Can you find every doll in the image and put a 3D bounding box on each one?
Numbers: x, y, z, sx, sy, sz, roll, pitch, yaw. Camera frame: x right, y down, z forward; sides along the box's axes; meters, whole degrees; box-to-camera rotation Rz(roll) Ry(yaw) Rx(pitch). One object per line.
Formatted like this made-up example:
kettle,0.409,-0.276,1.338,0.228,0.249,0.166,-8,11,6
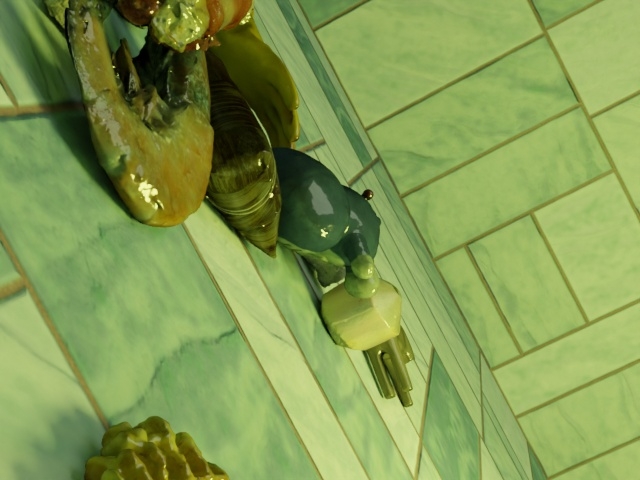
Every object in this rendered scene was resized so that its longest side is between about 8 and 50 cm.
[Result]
doll,-0.014,-0.034,1.543,0.228,0.154,0.258,42,12,36

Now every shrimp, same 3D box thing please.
shrimp,-0.202,-0.215,1.184,0.272,0.085,0.445,57,23,-43

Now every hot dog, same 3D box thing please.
hot dog,-0.148,-0.276,1.143,0.213,0.103,0.146,-37,126,-57

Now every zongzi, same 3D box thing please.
zongzi,-0.131,-0.121,1.401,0.241,0.111,0.248,78,-14,-59

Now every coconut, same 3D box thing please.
coconut,0.071,0.108,1.664,0.116,0.122,0.116,58,12,-20

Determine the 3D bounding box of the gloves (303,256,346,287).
gloves,0.003,-0.002,1.748,0.153,0.070,0.114,61,11,-1

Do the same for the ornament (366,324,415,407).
ornament,0.122,0.177,1.899,0.230,0.061,0.245,42,27,-66

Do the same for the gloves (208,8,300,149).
gloves,-0.102,-0.242,1.633,0.133,0.116,0.294,98,-32,-58

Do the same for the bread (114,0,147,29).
bread,-0.253,-0.375,1.477,0.173,0.064,0.232,64,10,-3

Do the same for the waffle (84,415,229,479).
waffle,-0.091,0.252,0.772,0.253,0.056,0.249,56,12,-40

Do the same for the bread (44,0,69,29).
bread,-0.277,-0.258,1.165,0.070,0.035,0.083,50,14,-47
